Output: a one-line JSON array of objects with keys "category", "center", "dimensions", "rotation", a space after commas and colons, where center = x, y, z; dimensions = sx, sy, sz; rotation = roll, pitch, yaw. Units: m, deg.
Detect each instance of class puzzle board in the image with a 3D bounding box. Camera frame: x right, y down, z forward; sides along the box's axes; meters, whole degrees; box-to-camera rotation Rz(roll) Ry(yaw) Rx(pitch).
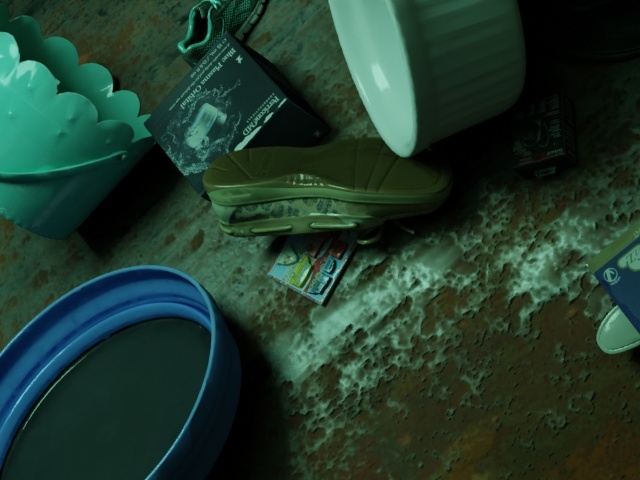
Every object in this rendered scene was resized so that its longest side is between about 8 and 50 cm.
[{"category": "puzzle board", "center": [0.000, 0.000, 1.766], "dimensions": [0.096, 0.011, 0.128], "rotation": [27, 86, 41]}]

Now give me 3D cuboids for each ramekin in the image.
[{"category": "ramekin", "center": [0.107, -0.237, 1.628], "dimensions": [0.135, 0.277, 0.277], "rotation": [-19, 53, -8]}]

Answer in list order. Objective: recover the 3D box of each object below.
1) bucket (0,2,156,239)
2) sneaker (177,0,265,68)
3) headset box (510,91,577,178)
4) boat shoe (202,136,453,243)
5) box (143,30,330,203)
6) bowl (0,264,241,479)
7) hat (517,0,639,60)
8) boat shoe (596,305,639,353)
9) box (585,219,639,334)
[{"category": "bucket", "center": [-0.355, -0.144, 1.938], "dimensions": [0.183, 0.281, 0.281], "rotation": [-52, 49, 9]}, {"category": "sneaker", "center": [-0.124, -0.282, 1.949], "dimensions": [0.065, 0.076, 0.167], "rotation": [14, 78, 39]}, {"category": "headset box", "center": [0.233, -0.105, 1.630], "dimensions": [0.062, 0.032, 0.083], "rotation": [-16, 61, 31]}, {"category": "boat shoe", "center": [0.013, -0.050, 1.723], "dimensions": [0.285, 0.089, 0.105], "rotation": [2, 37, 23]}, {"category": "box", "center": [-0.101, -0.135, 1.852], "dimensions": [0.156, 0.093, 0.158], "rotation": [-47, 51, 8]}, {"category": "bowl", "center": [-0.255, 0.204, 1.751], "dimensions": [0.391, 0.077, 0.391], "rotation": [-25, 39, 22]}, {"category": "hat", "center": [0.245, -0.329, 1.572], "dimensions": [0.331, 0.134, 0.331], "rotation": [10, 108, 31]}, {"category": "boat shoe", "center": [0.317, 0.064, 1.482], "dimensions": [0.125, 0.038, 0.046], "rotation": [-45, 64, 11]}, {"category": "box", "center": [0.361, 0.066, 1.419], "dimensions": [0.136, 0.036, 0.225], "rotation": [-41, 66, 13]}]
